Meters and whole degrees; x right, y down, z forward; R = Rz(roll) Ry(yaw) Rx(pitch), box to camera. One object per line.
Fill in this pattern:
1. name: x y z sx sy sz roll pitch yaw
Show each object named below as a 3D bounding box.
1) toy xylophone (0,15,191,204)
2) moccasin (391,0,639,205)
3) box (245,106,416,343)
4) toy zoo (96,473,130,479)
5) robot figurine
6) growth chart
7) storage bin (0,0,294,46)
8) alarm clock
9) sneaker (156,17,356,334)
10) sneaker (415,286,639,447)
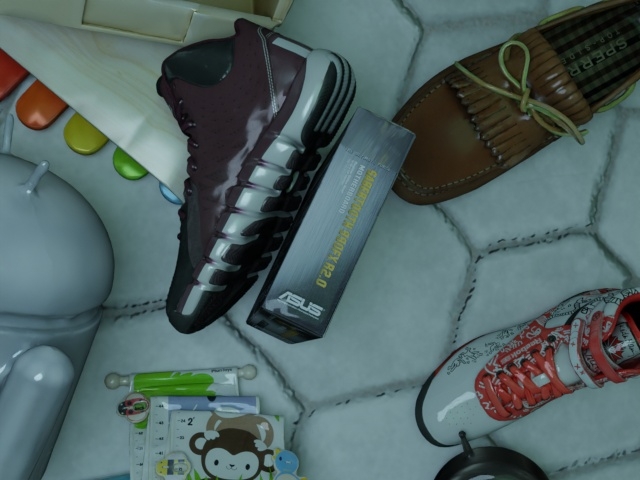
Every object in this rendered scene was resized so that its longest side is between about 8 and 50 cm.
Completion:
1. toy xylophone: -0.215 -0.136 0.799 0.236 0.081 0.323 -42 93 -13
2. moccasin: 0.229 -0.156 0.860 0.380 0.147 0.139 -24 89 -13
3. box: 0.000 0.000 0.751 0.056 0.231 0.183 26 78 -4
4. toy zoo: -0.227 0.297 0.705 0.293 0.192 0.030 -8 128 -13
5. robot figurine: -0.291 0.078 0.667 0.199 0.300 0.354 8 109 -49
6. growth chart: -0.100 0.211 0.755 0.171 0.021 0.237 -6 49 -15
7. storage bin: -0.163 -0.317 0.751 0.262 0.123 0.260 5 61 -21
8. alarm clock: 0.189 0.287 0.819 0.192 0.064 0.129 33 101 -1
9. sneaker: -0.099 -0.068 0.741 0.162 0.106 0.281 33 99 15
10. sneaker: 0.227 0.124 0.827 0.270 0.145 0.090 -27 89 -13
